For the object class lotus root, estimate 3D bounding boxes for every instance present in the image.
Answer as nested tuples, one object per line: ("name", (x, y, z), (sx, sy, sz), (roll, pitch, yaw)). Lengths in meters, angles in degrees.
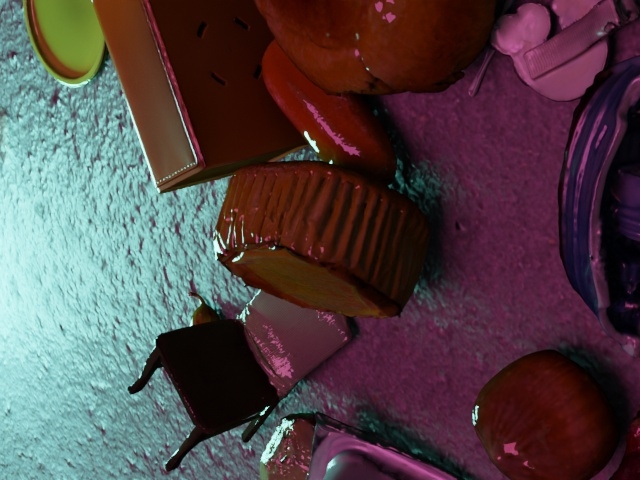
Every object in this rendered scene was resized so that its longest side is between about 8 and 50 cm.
("lotus root", (-0.032, 0.316, 1.634), (0.143, 0.070, 0.144), (2, 104, 46))

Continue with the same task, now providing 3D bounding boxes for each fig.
("fig", (-0.177, 0.113, 1.739), (0.050, 0.050, 0.083), (-46, 56, 44))

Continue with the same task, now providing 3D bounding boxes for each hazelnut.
("hazelnut", (0.241, 0.201, 1.254), (0.150, 0.150, 0.150), (18, 116, 42))

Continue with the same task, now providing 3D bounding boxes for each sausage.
("sausage", (0.007, -0.159, 1.414), (0.238, 0.098, 0.098), (54, 135, 17))

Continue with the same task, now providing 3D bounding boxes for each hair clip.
("hair clip", (0.249, -0.202, 1.181), (0.172, 0.049, 0.116), (-28, 78, 52))

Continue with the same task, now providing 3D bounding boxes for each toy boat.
("toy boat", (0.308, -0.031, 1.112), (0.142, 0.129, 0.309), (31, 127, 53))

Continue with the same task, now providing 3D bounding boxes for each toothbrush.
("toothbrush", (0.187, -0.212, 1.268), (0.011, 0.013, 0.131), (52, 136, 35))

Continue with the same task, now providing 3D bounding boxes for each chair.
("chair", (-0.118, 0.171, 1.597), (0.160, 0.186, 0.319), (60, 139, 20))

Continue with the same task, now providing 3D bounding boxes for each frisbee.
("frisbee", (-0.402, -0.361, 1.834), (0.236, 0.017, 0.236), (17, 115, 43))

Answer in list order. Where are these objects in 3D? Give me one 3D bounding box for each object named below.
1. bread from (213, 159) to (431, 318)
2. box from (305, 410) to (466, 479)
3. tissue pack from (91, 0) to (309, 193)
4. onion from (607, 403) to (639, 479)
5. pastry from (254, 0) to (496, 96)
("bread", (0.000, 0.000, 1.388), (0.253, 0.227, 0.142), (5, 73, 51))
("box", (0.061, 0.422, 1.504), (0.264, 0.106, 0.337), (23, 120, 23))
("tissue pack", (-0.155, -0.219, 1.491), (0.145, 0.194, 0.275), (-21, 87, 48))
("onion", (0.347, 0.276, 1.185), (0.195, 0.139, 0.218), (-16, 88, 55))
("pastry", (0.050, -0.322, 1.267), (0.356, 0.163, 0.356), (27, 127, 43))
